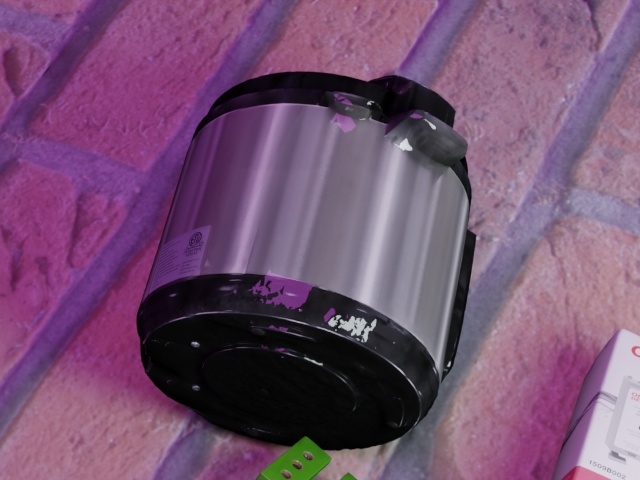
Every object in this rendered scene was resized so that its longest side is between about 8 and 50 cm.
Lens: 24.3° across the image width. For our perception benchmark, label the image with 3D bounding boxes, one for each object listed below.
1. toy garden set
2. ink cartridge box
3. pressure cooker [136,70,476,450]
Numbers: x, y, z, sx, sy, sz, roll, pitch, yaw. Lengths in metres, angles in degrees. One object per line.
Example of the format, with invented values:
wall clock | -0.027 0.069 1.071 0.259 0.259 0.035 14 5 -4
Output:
toy garden set | 0.016 0.353 1.673 0.244 0.049 0.204 40 31 12
ink cartridge box | 0.375 0.263 1.670 0.207 0.117 0.283 25 48 3
pressure cooker | -0.003 -0.003 1.790 0.370 0.375 0.420 5 58 12
